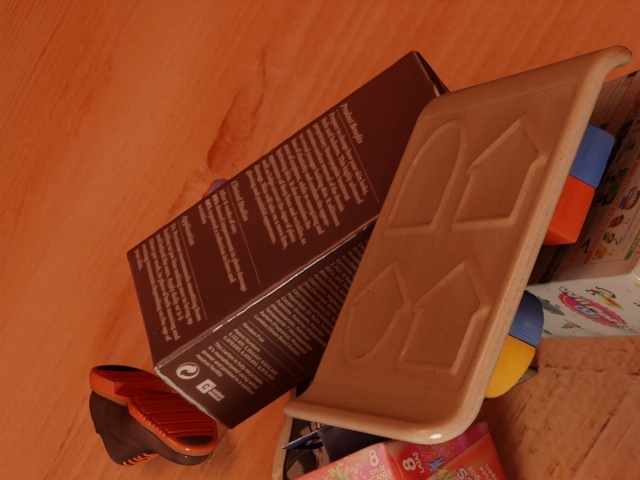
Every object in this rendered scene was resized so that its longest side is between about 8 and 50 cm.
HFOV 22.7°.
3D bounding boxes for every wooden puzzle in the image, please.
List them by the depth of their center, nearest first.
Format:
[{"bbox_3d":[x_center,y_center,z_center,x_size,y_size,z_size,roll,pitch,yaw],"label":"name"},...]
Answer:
[{"bbox_3d":[0.120,0.014,1.331,0.348,0.080,0.322,-63,18,-11],"label":"wooden puzzle"}]

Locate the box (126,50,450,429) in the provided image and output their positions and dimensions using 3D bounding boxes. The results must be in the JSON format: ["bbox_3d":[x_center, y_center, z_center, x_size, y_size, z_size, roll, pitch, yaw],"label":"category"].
[{"bbox_3d":[0.000,0.000,1.627,0.381,0.143,0.191,-35,41,13],"label":"box"}]

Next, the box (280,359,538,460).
[{"bbox_3d":[0.084,0.153,1.443,0.225,0.136,0.036,-26,78,10],"label":"box"}]

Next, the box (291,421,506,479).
[{"bbox_3d":[0.022,0.283,1.452,0.300,0.154,0.142,-30,72,41],"label":"box"}]

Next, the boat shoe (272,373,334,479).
[{"bbox_3d":[0.011,0.169,1.657,0.079,0.084,0.233,-7,59,28],"label":"boat shoe"}]

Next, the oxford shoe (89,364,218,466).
[{"bbox_3d":[-0.198,0.227,1.892,0.271,0.097,0.098,24,109,60],"label":"oxford shoe"}]

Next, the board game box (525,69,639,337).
[{"bbox_3d":[0.264,-0.035,1.307,0.224,0.097,0.303,-61,12,-12],"label":"board game box"}]

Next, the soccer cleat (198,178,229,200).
[{"bbox_3d":[-0.100,0.031,1.891,0.095,0.083,0.248,-12,53,20],"label":"soccer cleat"}]
